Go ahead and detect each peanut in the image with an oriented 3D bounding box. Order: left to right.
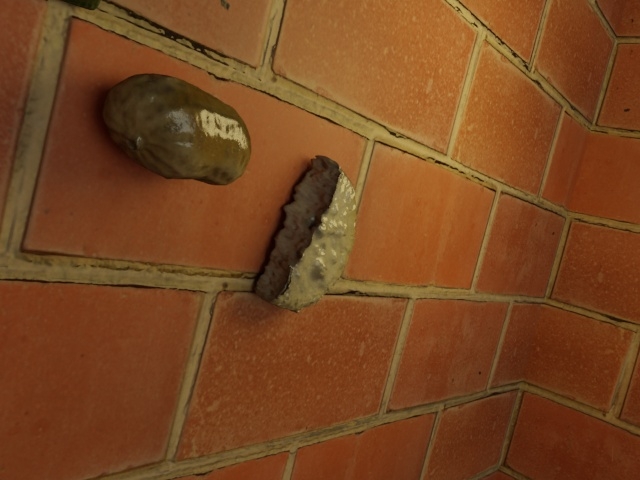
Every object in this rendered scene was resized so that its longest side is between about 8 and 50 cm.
[{"bbox_3d":[-0.180,-0.142,0.814,0.224,0.129,0.129,11,95,-49],"label":"peanut"}]

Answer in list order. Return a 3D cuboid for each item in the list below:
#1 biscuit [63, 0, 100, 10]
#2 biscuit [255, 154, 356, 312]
[{"bbox_3d":[-0.359,-0.324,0.603,0.322,0.038,0.099,3,104,-51],"label":"biscuit"},{"bbox_3d":[0.000,0.000,1.118,0.179,0.084,0.281,29,80,-51],"label":"biscuit"}]
